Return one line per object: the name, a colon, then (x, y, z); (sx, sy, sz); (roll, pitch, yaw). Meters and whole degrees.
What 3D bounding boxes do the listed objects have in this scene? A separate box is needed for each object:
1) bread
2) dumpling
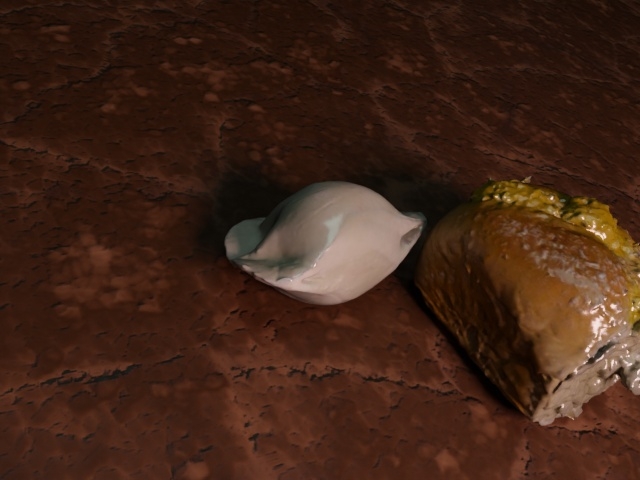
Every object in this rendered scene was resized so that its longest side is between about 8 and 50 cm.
bread: (0.239, 0.049, 0.725); (0.196, 0.176, 0.246); (-15, 54, -33)
dumpling: (0.000, 0.000, 0.730); (0.229, 0.124, 0.151); (-11, 15, -40)
